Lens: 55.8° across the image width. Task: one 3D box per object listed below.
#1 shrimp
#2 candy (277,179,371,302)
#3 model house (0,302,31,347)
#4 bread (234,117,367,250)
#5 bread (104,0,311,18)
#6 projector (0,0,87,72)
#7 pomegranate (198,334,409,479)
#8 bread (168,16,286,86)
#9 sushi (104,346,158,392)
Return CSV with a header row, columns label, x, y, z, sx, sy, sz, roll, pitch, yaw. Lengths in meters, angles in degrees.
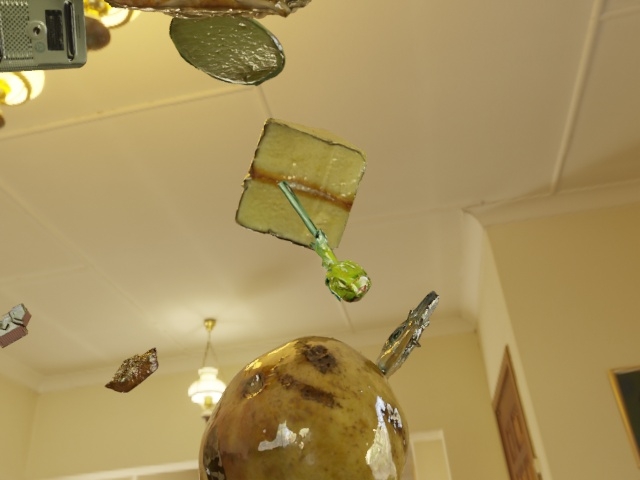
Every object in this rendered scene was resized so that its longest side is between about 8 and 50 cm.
label,x,y,z,sx,sy,sz,roll,pitch,yaw
shrimp,0.146,0.142,0.960,0.051,0.217,0.150,34,-45,13
candy,-0.002,0.002,1.110,0.073,0.262,0.077,-31,-6,-31
model house,-0.665,0.186,1.313,0.083,0.058,0.057,-29,-28,-14
bread,-0.048,-0.121,1.366,0.236,0.198,0.263,7,-72,-38
bread,-0.197,-0.590,1.080,0.390,0.279,0.371,-1,-69,1
projector,-0.556,-0.402,1.099,0.177,0.242,0.163,-17,-57,-40
pomegranate,-0.017,0.266,0.797,0.281,0.281,0.281,-4,-32,-2
bread,-0.232,-0.482,1.490,0.301,0.045,0.301,11,-19,4
sushi,-0.376,0.260,1.213,0.061,0.118,0.060,-16,-68,47
